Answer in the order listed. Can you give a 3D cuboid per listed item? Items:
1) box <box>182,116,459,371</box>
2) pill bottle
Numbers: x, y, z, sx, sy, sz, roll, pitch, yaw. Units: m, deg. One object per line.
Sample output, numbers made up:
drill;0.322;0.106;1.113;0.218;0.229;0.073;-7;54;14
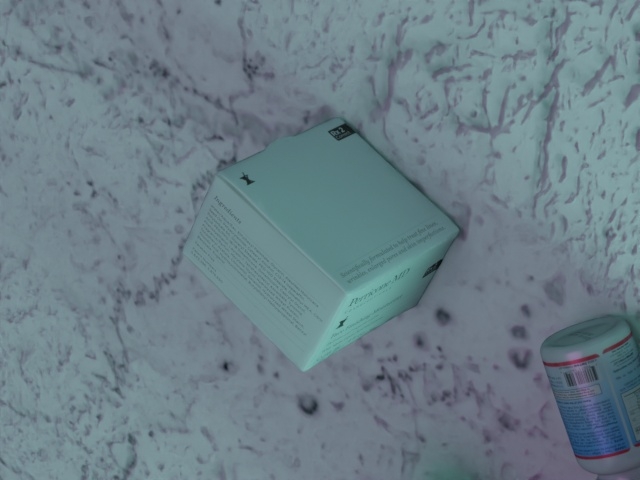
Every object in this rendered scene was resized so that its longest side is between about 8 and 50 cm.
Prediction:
box;0.000;0.000;1.848;0.182;0.181;0.119;44;134;19
pill bottle;0.264;0.157;1.749;0.087;0.087;0.160;-10;103;45
